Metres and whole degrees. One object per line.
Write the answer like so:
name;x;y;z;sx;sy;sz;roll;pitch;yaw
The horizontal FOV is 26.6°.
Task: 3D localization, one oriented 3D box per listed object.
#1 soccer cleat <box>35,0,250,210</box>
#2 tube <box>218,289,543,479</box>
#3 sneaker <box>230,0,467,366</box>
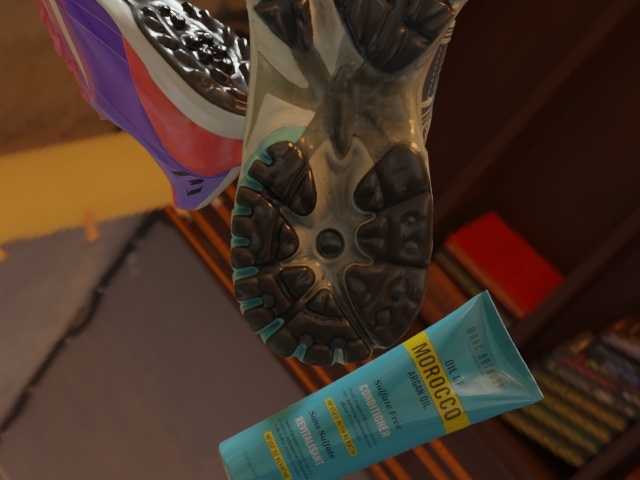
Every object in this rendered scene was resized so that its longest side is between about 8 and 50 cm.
soccer cleat;-0.160;-0.158;0.989;0.108;0.318;0.116;-19;-31;-49
tube;0.036;0.114;0.894;0.207;0.080;0.052;-26;-8;0
sneaker;0.008;-0.091;0.618;0.122;0.110;0.283;-122;44;-84
